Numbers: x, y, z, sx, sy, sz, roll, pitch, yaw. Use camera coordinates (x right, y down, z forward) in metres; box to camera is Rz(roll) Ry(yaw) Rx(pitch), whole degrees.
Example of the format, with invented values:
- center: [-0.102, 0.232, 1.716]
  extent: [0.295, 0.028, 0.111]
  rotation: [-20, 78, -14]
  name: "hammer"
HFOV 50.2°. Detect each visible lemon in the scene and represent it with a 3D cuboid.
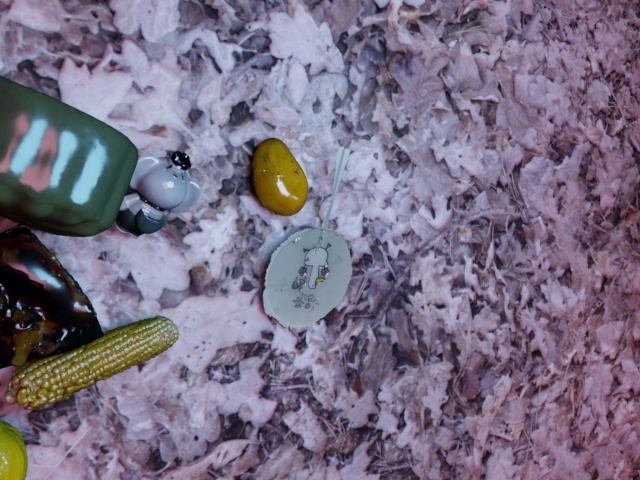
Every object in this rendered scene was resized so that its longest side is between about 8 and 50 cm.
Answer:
- center: [-0.585, 0.392, 1.138]
  extent: [0.181, 0.181, 0.193]
  rotation: [-2, 90, -28]
  name: "lemon"

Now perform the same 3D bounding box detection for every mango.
- center: [-0.089, -0.129, 1.432]
  extent: [0.115, 0.089, 0.164]
  rotation: [-37, 107, -29]
  name: "mango"

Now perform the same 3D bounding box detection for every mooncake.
- center: [-0.475, -0.124, 1.085]
  extent: [0.352, 0.351, 0.187]
  rotation: [21, 78, -28]
  name: "mooncake"

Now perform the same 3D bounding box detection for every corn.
- center: [-0.418, 0.222, 1.267]
  extent: [0.320, 0.097, 0.096]
  rotation: [-22, 102, -28]
  name: "corn"

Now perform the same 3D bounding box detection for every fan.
- center: [-0.001, 0.000, 1.480]
  extent: [0.233, 0.012, 0.414]
  rotation: [10, 101, -40]
  name: "fan"

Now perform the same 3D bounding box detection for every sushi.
- center: [-0.502, 0.096, 1.149]
  extent: [0.216, 0.212, 0.227]
  rotation: [-20, 99, -28]
  name: "sushi"

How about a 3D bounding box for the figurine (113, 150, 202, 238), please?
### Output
- center: [-0.311, -0.091, 1.289]
  extent: [0.147, 0.126, 0.192]
  rotation: [32, 109, -37]
  name: "figurine"
